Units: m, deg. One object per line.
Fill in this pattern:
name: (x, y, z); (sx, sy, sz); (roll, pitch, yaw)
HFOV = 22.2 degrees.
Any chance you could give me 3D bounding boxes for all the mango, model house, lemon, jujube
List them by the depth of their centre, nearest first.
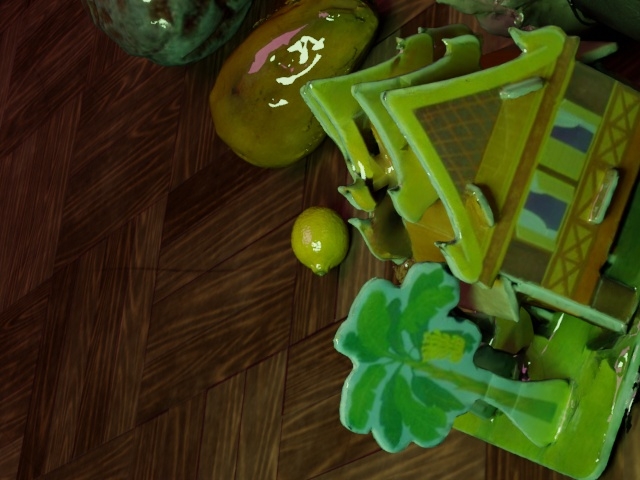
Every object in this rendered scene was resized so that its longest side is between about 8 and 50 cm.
model house: (0.101, -0.010, 1.315); (0.242, 0.312, 0.358); (19, 88, 63)
lemon: (0.000, 0.000, 1.726); (0.062, 0.062, 0.083); (-32, 49, 47)
mango: (-0.026, -0.185, 1.837); (0.248, 0.151, 0.156); (-42, 69, 28)
jujube: (-0.212, -0.363, 2.172); (0.308, 0.215, 0.247); (30, 97, 60)

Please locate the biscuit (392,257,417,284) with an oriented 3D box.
biscuit: (0.092, -0.007, 1.605); (0.064, 0.034, 0.199); (-54, 31, 25)

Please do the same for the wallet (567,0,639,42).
wallet: (0.253, -0.179, 1.127); (0.045, 0.172, 0.318); (-41, 35, -9)

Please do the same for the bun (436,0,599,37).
bun: (0.190, -0.290, 1.468); (0.281, 0.205, 0.282); (-10, 52, 13)
